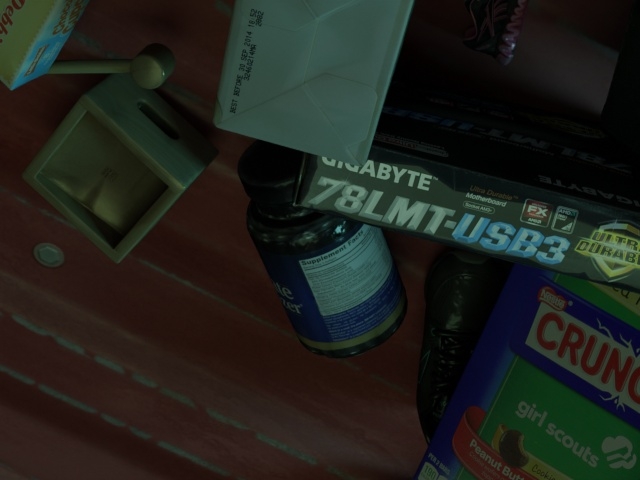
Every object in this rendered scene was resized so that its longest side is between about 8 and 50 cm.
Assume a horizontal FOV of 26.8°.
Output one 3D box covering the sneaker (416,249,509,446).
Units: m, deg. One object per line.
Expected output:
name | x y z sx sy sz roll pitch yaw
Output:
sneaker | 0.152 0.128 1.407 0.101 0.106 0.267 6 130 8

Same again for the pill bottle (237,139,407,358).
pill bottle | 0.000 0.000 1.311 0.122 0.123 0.219 -9 128 18

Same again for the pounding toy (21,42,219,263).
pounding toy | -0.187 -0.117 1.267 0.181 0.094 0.206 43 125 -4

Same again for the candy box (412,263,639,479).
candy box | 0.270 0.174 1.271 0.268 0.122 0.317 37 116 32

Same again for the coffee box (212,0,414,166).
coffee box | 0.020 -0.218 0.998 0.118 0.297 0.168 16 132 0

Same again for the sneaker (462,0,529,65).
sneaker | 0.152 -0.208 1.156 0.057 0.047 0.119 20 131 9

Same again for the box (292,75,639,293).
box | 0.133 -0.062 1.117 0.295 0.293 0.073 14 107 0

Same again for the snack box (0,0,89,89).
snack box | -0.243 -0.297 1.098 0.187 0.060 0.322 44 128 3

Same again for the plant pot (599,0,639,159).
plant pot | 0.329 -0.147 1.089 0.167 0.188 0.187 17 133 12
